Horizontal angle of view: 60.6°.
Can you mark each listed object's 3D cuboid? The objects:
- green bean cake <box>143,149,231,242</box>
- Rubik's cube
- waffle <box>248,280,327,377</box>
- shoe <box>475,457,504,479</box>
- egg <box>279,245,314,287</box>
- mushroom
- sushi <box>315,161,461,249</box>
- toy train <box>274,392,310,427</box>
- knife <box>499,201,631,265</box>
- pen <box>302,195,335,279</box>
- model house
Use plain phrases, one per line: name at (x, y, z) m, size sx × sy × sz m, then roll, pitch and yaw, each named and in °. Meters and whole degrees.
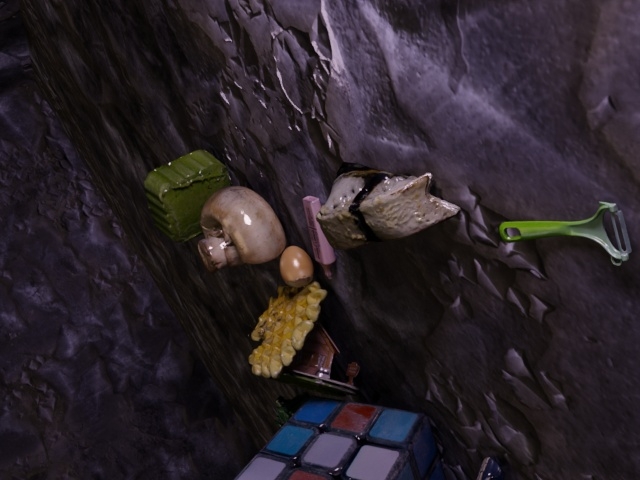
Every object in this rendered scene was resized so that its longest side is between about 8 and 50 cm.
green bean cake at (-0.340, -0.114, 1.444) m, size 0.113 × 0.214 × 0.200 m, roll 33°, pitch 143°, yaw 35°
Rubik's cube at (0.060, 0.594, 1.215) m, size 0.359 × 0.363 × 0.362 m, roll -6°, pitch 113°, yaw 35°
waffle at (-0.085, 0.208, 1.312) m, size 0.056 × 0.261 × 0.250 m, roll 38°, pitch 167°, yaw -24°
shoe at (0.342, 0.510, 1.050) m, size 0.106 × 0.091 × 0.207 m, roll 4°, pitch 118°, yaw 33°
egg at (-0.058, 0.060, 1.280) m, size 0.080 × 0.080 × 0.096 m, roll 112°, pitch 142°, yaw -57°
mushroom at (-0.213, -0.034, 1.327) m, size 0.254 × 0.195 × 0.188 m, roll -1°, pitch 112°, yaw 59°
sushi at (0.091, -0.039, 0.892) m, size 0.273 × 0.109 × 0.134 m, roll 18°, pitch 132°, yaw 52°
toy train at (-0.048, 0.619, 1.788) m, size 0.269 × 0.115 × 0.154 m, roll 59°, pitch 145°, yaw 3°
knife at (0.293, -0.008, 0.671) m, size 0.166 × 0.023 × 0.078 m, roll 1°, pitch 111°, yaw 58°
pen at (0.000, 0.000, 1.173) m, size 0.053 × 0.032 × 0.197 m, roll 19°, pitch 131°, yaw 52°
model house at (-0.009, 0.306, 1.417) m, size 0.207 × 0.153 × 0.294 m, roll 15°, pitch 161°, yaw -7°
